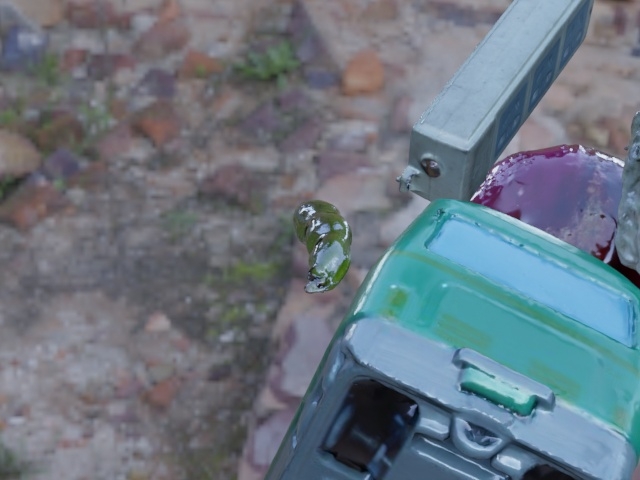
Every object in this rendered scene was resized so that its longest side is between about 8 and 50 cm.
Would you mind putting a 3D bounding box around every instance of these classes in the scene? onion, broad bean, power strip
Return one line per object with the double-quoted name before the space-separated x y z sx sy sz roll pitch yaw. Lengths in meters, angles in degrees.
"onion" 0.348 0.065 2.082 0.398 0.398 0.420 8 6 7
"broad bean" 0.004 -0.002 1.648 0.065 0.046 0.254 -34 19 7
"power strip" 0.148 -0.129 1.190 0.052 0.078 0.272 25 53 19

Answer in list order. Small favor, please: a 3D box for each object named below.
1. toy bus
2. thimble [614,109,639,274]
"toy bus" 0.068 0.140 0.956 0.183 0.343 0.199 26 46 1
"thimble" 0.476 -0.039 1.698 0.291 0.195 0.291 7 11 -1
